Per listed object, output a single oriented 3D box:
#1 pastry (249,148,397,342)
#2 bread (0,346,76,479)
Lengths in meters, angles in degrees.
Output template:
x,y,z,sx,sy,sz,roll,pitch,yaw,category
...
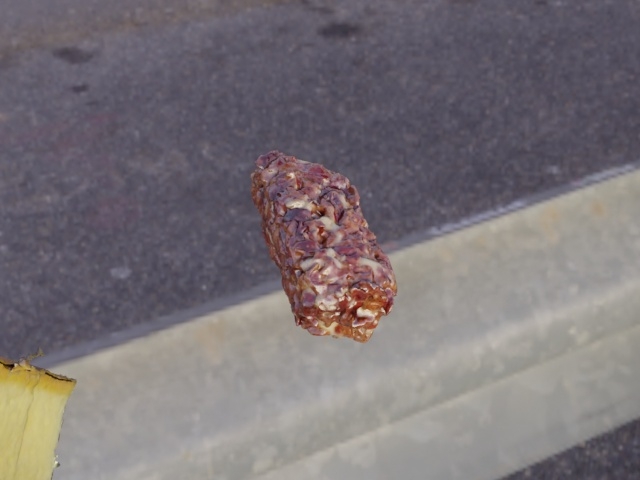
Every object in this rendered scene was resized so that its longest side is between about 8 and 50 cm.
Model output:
x,y,z,sx,sy,sz,roll,pitch,yaw,category
-0.001,0.002,1.027,0.097,0.115,0.208,-3,40,-21,pastry
-0.428,0.259,1.497,0.279,0.248,0.315,18,-7,-32,bread
